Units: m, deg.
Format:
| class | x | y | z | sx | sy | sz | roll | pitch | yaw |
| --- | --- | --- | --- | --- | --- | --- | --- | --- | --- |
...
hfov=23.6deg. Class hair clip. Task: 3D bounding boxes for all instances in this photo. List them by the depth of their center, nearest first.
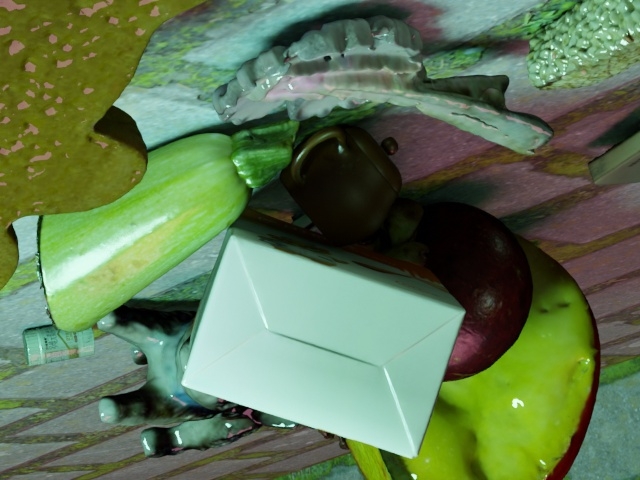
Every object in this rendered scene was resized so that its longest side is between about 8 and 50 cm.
| class | x | y | z | sx | sy | sz | roll | pitch | yaw |
| --- | --- | --- | --- | --- | --- | --- | --- | --- | --- |
| hair clip | 0.060 | -0.126 | 1.274 | 0.300 | 0.069 | 0.173 | 8 | 155 | -30 |

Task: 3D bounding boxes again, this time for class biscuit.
| class | x | y | z | sx | sy | sz | roll | pitch | yaw |
| --- | --- | --- | --- | --- | --- | --- | --- | --- | --- |
| biscuit | -0.241 | -0.083 | 1.003 | 0.283 | 0.064 | 0.432 | -1 | 144 | -29 |
| biscuit | 0.240 | -0.174 | 1.263 | 0.082 | 0.070 | 0.168 | 0 | 163 | -29 |

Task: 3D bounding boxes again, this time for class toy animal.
| class | x | y | z | sx | sy | sz | roll | pitch | yaw |
| --- | --- | --- | --- | --- | --- | --- | --- | --- | --- |
| toy animal | -0.110 | 0.156 | 1.952 | 0.302 | 0.194 | 0.344 | -8 | 168 | 2 |

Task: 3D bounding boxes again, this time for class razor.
| class | x | y | z | sx | sy | sz | roll | pitch | yaw |
| --- | --- | --- | --- | --- | --- | --- | --- | --- | --- |
| razor | -0.004 | -0.006 | 1.747 | 0.084 | 0.036 | 0.211 | -35 | 168 | 4 |

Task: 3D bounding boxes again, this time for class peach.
| class | x | y | z | sx | sy | sz | roll | pitch | yaw |
| --- | --- | --- | --- | --- | --- | --- | --- | --- | --- |
| peach | 0.183 | 0.205 | 1.928 | 0.380 | 0.306 | 0.242 | -48 | 165 | -20 |

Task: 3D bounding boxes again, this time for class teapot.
| class | x | y | z | sx | sy | sz | roll | pitch | yaw |
| --- | --- | --- | --- | --- | --- | --- | --- | --- | --- |
| teapot | 0.027 | -0.062 | 1.440 | 0.116 | 0.116 | 0.173 | -18 | 153 | 16 |

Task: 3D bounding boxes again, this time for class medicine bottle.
| class | x | y | z | sx | sy | sz | roll | pitch | yaw |
| --- | --- | --- | --- | --- | --- | --- | --- | --- | --- |
| medicine bottle | -0.327 | 0.127 | 1.911 | 0.083 | 0.047 | 0.047 | -9 | 164 | -17 |

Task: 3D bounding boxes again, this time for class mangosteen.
| class | x | y | z | sx | sy | sz | roll | pitch | yaw |
| --- | --- | --- | --- | --- | --- | --- | --- | --- | --- |
| mangosteen | 0.119 | 0.046 | 1.739 | 0.215 | 0.215 | 0.257 | -23 | 144 | 31 |

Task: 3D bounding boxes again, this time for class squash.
| class | x | y | z | sx | sy | sz | roll | pitch | yaw |
| --- | --- | --- | --- | --- | --- | --- | --- | --- | --- |
| squash | -0.148 | -0.035 | 1.378 | 0.287 | 0.137 | 0.137 | -32 | 158 | 26 |

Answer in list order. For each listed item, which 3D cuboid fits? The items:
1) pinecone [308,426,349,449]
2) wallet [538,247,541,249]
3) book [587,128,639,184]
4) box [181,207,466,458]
| class | x | y | z | sx | sy | sz | roll | pitch | yaw |
| --- | --- | --- | --- | --- | --- | --- | --- | --- | --- |
| pinecone | 0.095 | 0.216 | 2.284 | 0.292 | 0.246 | 0.246 | 0 | 174 | 33 |
| wallet | 0.261 | 0.059 | 2.189 | 0.124 | 0.042 | 0.230 | -13 | 163 | 6 |
| book | 0.509 | -0.131 | 1.659 | 0.371 | 0.043 | 0.260 | -7 | 165 | -23 |
| box | -0.002 | 0.075 | 1.467 | 0.225 | 0.143 | 0.341 | 18 | -176 | -3 |
